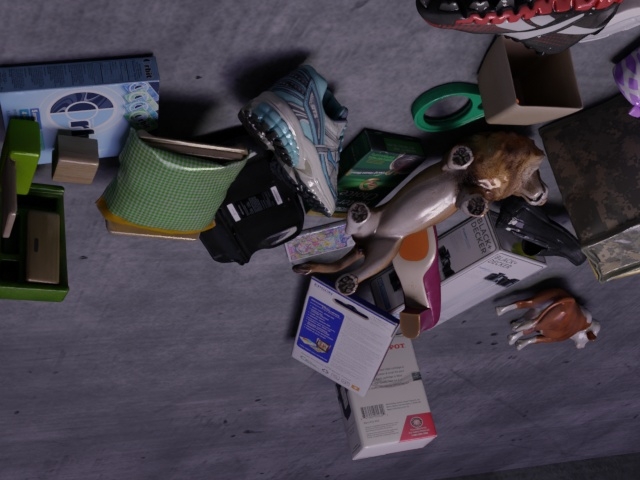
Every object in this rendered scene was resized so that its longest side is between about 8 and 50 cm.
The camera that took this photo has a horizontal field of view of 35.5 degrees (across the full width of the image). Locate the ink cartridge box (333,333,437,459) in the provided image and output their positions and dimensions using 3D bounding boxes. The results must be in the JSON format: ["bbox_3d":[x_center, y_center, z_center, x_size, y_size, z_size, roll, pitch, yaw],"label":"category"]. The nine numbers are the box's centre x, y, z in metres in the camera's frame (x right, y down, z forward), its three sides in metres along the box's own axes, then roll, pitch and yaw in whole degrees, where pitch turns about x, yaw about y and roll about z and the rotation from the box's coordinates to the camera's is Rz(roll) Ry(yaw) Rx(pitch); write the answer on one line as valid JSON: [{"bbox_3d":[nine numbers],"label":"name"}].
[{"bbox_3d":[0.132,0.338,2.177,0.172,0.237,0.100,-6,155,-18],"label":"ink cartridge box"}]

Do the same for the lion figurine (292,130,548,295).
[{"bbox_3d":[0.152,-0.050,1.498,0.392,0.142,0.240,-23,-178,12],"label":"lion figurine"}]

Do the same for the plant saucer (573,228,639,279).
[{"bbox_3d":[0.646,-0.047,1.842,0.333,0.081,0.333,-15,155,18],"label":"plant saucer"}]

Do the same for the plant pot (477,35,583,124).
[{"bbox_3d":[0.272,-0.210,1.352,0.109,0.109,0.096,-1,164,-25],"label":"plant pot"}]

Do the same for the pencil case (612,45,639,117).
[{"bbox_3d":[0.503,-0.261,1.378,0.086,0.088,0.206,10,145,-36],"label":"pencil case"}]

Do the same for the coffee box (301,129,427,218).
[{"bbox_3d":[0.064,-0.095,1.524,0.113,0.040,0.184,5,147,-36],"label":"coffee box"}]

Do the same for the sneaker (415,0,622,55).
[{"bbox_3d":[0.243,-0.278,1.200,0.276,0.097,0.135,-11,151,-12],"label":"sneaker"}]

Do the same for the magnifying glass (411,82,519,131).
[{"bbox_3d":[0.243,-0.201,1.437,0.231,0.026,0.092,-9,152,-8],"label":"magnifying glass"}]

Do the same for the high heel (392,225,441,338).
[{"bbox_3d":[0.183,0.045,1.749,0.082,0.244,0.117,4,-162,26],"label":"high heel"}]

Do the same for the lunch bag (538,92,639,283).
[{"bbox_3d":[0.510,-0.106,1.516,0.287,0.235,0.169,-24,147,18],"label":"lunch bag"}]

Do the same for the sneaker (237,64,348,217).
[{"bbox_3d":[-0.004,-0.129,1.344,0.122,0.110,0.283,-47,156,-8],"label":"sneaker"}]

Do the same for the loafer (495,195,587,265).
[{"bbox_3d":[0.389,-0.005,1.773,0.223,0.076,0.078,31,96,-35],"label":"loafer"}]

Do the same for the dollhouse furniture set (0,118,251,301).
[{"bbox_3d":[-0.250,-0.026,1.257,0.301,0.151,0.197,5,150,-24],"label":"dollhouse furniture set"}]

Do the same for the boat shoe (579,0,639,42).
[{"bbox_3d":[0.397,-0.301,1.280,0.184,0.066,0.063,-26,165,16],"label":"boat shoe"}]

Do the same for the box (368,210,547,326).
[{"bbox_3d":[0.254,0.061,1.871,0.290,0.087,0.169,-33,148,31],"label":"box"}]

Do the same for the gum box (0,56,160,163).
[{"bbox_3d":[-0.292,-0.156,1.224,0.184,0.041,0.157,-7,153,-14],"label":"gum box"}]

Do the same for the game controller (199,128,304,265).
[{"bbox_3d":[-0.121,-0.060,1.496,0.166,0.067,0.319,-29,154,-4],"label":"game controller"}]

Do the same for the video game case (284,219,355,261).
[{"bbox_3d":[0.000,0.000,1.708,0.122,0.011,0.087,-14,153,-2],"label":"video game case"}]

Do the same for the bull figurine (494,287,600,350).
[{"bbox_3d":[0.508,0.179,2.212,0.188,0.101,0.310,-21,153,15],"label":"bull figurine"}]

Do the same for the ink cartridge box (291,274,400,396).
[{"bbox_3d":[0.048,0.173,1.902,0.176,0.069,0.371,29,154,8],"label":"ink cartridge box"}]
